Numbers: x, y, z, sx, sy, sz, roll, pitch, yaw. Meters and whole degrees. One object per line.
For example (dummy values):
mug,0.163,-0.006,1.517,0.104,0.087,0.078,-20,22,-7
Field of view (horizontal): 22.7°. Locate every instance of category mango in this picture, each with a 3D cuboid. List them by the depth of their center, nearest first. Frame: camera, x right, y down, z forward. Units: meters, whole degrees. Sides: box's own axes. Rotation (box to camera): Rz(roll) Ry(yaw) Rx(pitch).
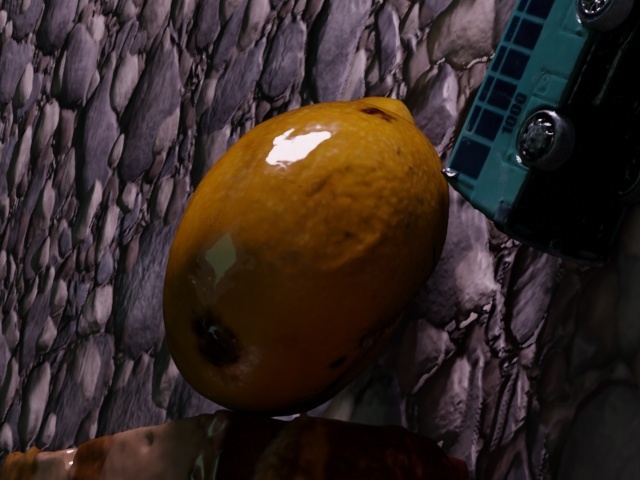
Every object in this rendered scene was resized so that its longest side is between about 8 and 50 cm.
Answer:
mango,0.005,0.003,0.878,0.177,0.120,0.295,-66,-12,20

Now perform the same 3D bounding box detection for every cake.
cake,-0.035,0.201,0.848,0.293,0.196,0.198,-18,62,48

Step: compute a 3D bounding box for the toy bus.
toy bus,0.131,-0.076,0.818,0.092,0.079,0.160,33,103,57
